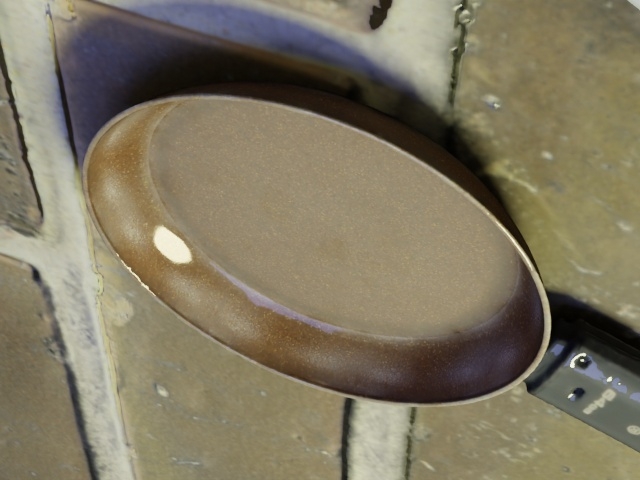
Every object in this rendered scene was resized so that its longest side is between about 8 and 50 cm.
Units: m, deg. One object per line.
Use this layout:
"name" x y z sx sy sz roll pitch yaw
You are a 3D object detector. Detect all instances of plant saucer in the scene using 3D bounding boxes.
"plant saucer" 0.000 0.000 1.000 0.311 0.050 0.310 17 147 11

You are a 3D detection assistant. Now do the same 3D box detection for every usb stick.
"usb stick" 0.259 0.133 1.026 0.278 0.045 0.077 29 149 -7

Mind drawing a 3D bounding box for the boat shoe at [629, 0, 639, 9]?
"boat shoe" 0.156 -0.138 0.660 0.226 0.083 0.076 24 149 1
